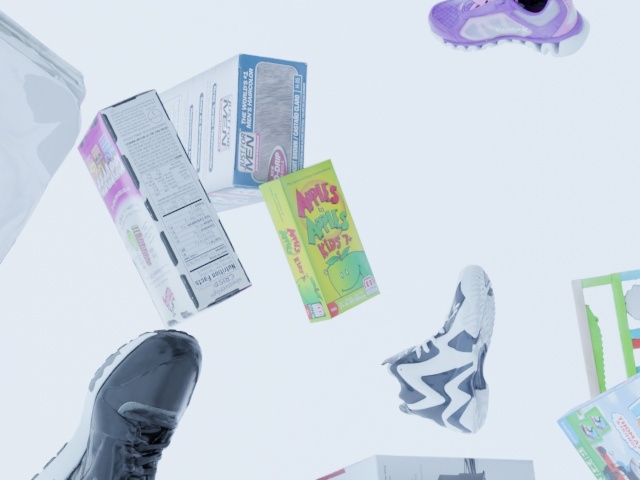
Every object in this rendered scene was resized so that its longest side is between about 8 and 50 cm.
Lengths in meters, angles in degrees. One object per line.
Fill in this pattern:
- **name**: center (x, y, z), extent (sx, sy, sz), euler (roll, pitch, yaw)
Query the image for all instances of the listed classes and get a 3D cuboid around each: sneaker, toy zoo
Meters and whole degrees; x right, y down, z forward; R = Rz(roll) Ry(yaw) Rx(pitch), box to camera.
- **sneaker**: center (0.158, 0.146, 1.741), extent (0.153, 0.094, 0.235), euler (5, -76, 23)
- **toy zoo**: center (0.513, 0.126, 1.748), extent (0.293, 0.030, 0.192), euler (-9, -94, 9)
- **sneaker**: center (-0.180, 0.220, 1.175), extent (0.283, 0.107, 0.124), euler (-57, -136, 16)
- **sneaker**: center (0.259, -0.328, 1.763), extent (0.236, 0.095, 0.104), euler (8, -31, 28)

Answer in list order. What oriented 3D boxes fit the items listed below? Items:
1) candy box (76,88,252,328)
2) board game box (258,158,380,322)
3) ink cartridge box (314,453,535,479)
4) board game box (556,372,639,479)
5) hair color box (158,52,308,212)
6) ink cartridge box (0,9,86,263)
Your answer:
- **candy box**: center (-0.172, -0.029, 1.349), extent (0.233, 0.071, 0.159), euler (65, -22, 1)
- **board game box**: center (0.000, 0.000, 1.539), extent (0.043, 0.092, 0.181), euler (-15, -83, 50)
- **ink cartridge box**: center (0.086, 0.214, 1.001), extent (0.109, 0.150, 0.063), euler (-38, -129, 55)
- **board game box**: center (0.376, 0.237, 1.420), extent (0.160, 0.039, 0.211), euler (56, -29, 9)
- **hair color box**: center (-0.140, -0.134, 1.711), extent (0.347, 0.105, 0.174), euler (-8, -101, 63)
- **ink cartridge box**: center (-0.200, -0.030, 0.363), extent (0.219, 0.160, 0.092), euler (24, -8, 31)
